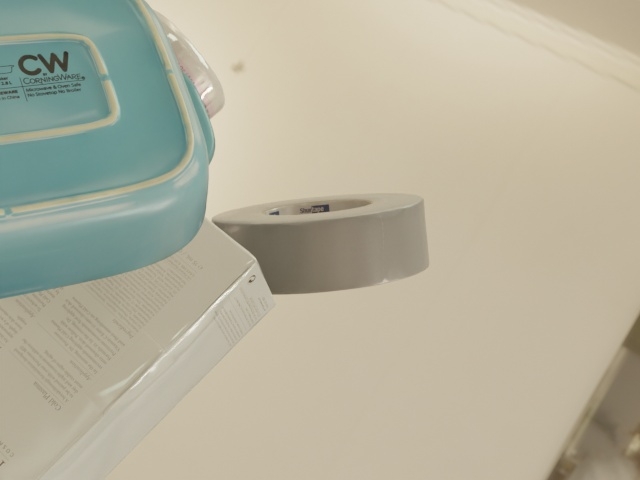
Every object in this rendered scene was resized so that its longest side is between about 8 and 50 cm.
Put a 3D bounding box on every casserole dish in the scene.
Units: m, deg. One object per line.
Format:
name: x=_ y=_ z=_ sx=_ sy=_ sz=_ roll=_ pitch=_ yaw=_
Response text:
casserole dish: x=-0.115 y=-0.039 z=0.380 sx=0.037 sy=0.188 sz=0.114 roll=-44 pitch=-118 yaw=53

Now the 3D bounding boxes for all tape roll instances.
tape roll: x=0.000 y=0.000 z=1.221 sx=0.219 sy=0.072 sz=0.219 roll=-6 pitch=7 yaw=1

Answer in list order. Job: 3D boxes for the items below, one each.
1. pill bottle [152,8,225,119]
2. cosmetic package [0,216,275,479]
pill bottle: x=-0.276 y=-0.130 z=1.441 sx=0.169 sy=0.301 sz=0.169 roll=44 pitch=-12 yaw=12
cosmetic package: x=-0.272 y=0.031 z=1.061 sx=0.377 sy=0.284 sz=0.097 roll=38 pitch=-17 yaw=26
